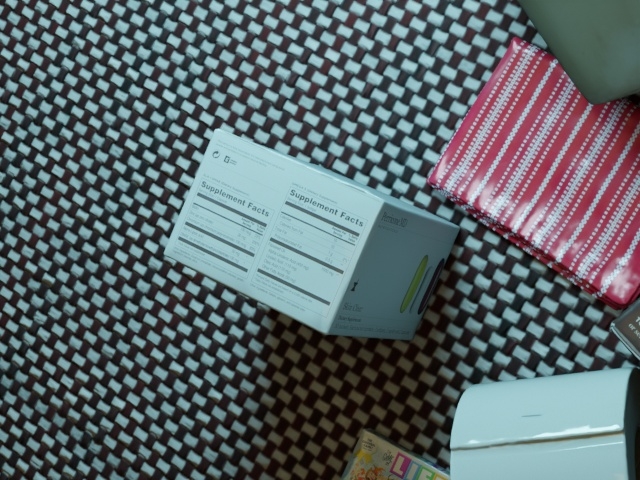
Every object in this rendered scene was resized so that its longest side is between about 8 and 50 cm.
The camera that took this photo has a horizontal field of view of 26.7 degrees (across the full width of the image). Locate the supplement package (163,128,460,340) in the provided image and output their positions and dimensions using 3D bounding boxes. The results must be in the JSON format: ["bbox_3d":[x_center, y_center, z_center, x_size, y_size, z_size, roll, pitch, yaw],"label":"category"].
[{"bbox_3d":[0.000,0.000,1.438,0.204,0.262,0.145,24,95,23],"label":"supplement package"}]

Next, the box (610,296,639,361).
[{"bbox_3d":[0.421,0.079,1.304,0.203,0.168,0.167,-45,71,12],"label":"box"}]

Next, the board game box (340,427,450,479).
[{"bbox_3d":[0.095,0.290,1.496,0.154,0.026,0.103,26,94,23],"label":"board game box"}]

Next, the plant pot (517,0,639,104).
[{"bbox_3d":[0.309,-0.296,1.343,0.323,0.323,0.280,-18,94,20],"label":"plant pot"}]

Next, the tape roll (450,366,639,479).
[{"bbox_3d":[0.242,0.253,1.321,0.169,0.246,0.246,-10,81,23],"label":"tape roll"}]

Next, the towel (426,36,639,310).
[{"bbox_3d":[0.270,-0.075,1.460,0.275,0.031,0.199,35,97,22],"label":"towel"}]
